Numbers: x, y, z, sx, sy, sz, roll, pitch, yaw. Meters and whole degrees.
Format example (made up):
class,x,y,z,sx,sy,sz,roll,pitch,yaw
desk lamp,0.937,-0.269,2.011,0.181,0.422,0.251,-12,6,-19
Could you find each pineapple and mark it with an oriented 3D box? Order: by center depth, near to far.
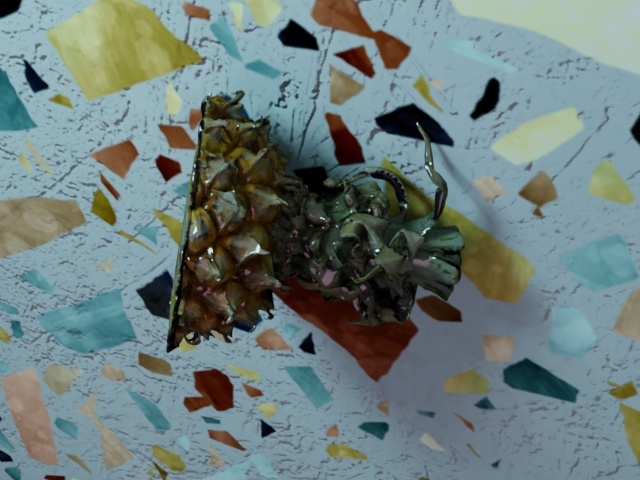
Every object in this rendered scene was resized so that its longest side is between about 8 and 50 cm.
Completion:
class,x,y,z,sx,sy,sz,roll,pitch,yaw
pineapple,0.000,0.000,1.119,0.271,0.262,0.262,9,134,-6
